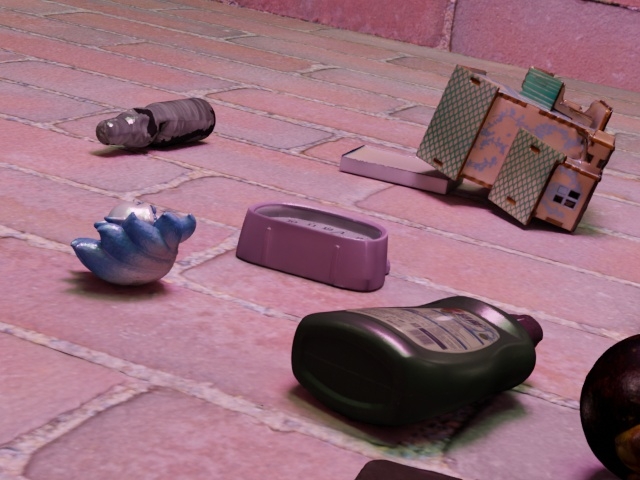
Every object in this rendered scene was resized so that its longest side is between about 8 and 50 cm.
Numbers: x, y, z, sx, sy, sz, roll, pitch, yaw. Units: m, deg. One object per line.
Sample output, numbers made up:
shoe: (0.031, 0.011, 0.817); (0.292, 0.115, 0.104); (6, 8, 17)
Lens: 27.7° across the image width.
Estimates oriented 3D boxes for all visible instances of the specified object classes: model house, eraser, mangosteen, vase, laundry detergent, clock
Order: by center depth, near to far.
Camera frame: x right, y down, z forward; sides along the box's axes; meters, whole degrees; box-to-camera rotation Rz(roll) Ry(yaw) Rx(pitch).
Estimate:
mangosteen: (0.242, 0.132, 0.891); (0.140, 0.140, 0.140); (9, 16, -3)
laundry detergent: (0.090, 0.082, 1.019); (0.144, 0.078, 0.222); (18, 18, 39)
clock: (0.000, 0.000, 1.298); (0.153, 0.050, 0.110); (15, 17, 18)
model house: (0.244, -0.139, 1.665); (0.206, 0.178, 0.271); (21, 18, -5)
vase: (-0.215, -0.147, 1.668); (0.060, 0.060, 0.211); (17, 19, 26)
eraser: (0.112, -0.096, 1.741); (0.150, 0.023, 0.104); (14, 16, 16)

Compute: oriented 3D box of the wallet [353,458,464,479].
wallet: (0.048, 0.174, 0.785); (0.082, 0.018, 0.157); (14, 17, 13)

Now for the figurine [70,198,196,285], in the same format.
figurine: (-0.173, 0.001, 1.144); (0.114, 0.079, 0.114); (-5, -6, -1)
